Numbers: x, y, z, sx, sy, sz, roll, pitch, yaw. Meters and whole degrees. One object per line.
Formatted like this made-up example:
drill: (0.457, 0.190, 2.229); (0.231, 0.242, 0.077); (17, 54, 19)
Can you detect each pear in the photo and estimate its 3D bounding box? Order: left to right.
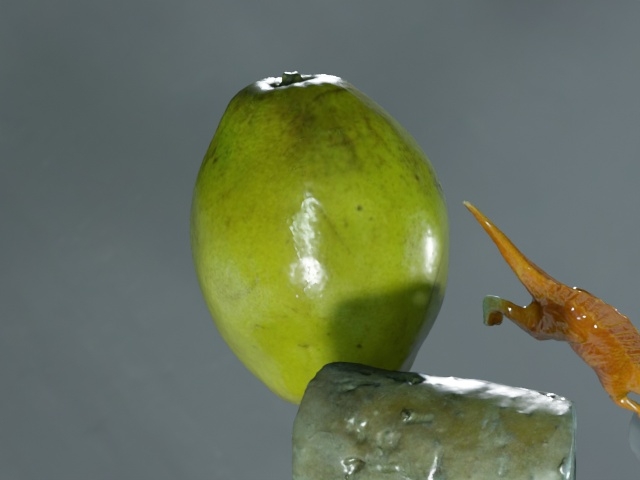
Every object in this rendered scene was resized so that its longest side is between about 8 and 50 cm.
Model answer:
pear: (0.000, 0.000, 1.430); (0.212, 0.212, 0.269); (-26, 110, -66)

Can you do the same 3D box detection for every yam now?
yam: (0.084, 0.141, 1.184); (0.107, 0.194, 0.107); (-18, 110, -62)

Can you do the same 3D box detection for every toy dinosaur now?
toy dinosaur: (0.190, 0.062, 1.337); (0.142, 0.057, 0.212); (16, -23, 52)

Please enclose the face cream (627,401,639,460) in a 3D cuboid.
face cream: (0.321, 0.157, 1.354); (0.071, 0.144, 0.291); (48, 4, -14)
